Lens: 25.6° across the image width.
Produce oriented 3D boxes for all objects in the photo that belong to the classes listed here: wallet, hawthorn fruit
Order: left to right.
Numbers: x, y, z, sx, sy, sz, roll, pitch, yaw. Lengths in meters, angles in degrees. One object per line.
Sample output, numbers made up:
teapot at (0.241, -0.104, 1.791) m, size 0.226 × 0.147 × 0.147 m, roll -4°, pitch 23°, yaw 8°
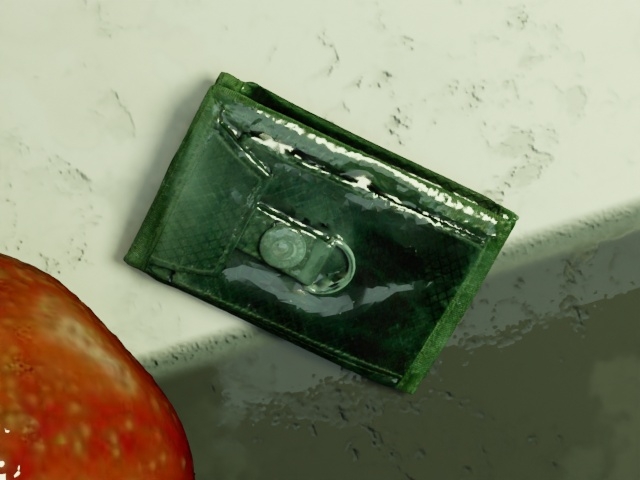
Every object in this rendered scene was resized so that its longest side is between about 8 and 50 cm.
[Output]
hawthorn fruit at (-0.192, 0.173, 0.926) m, size 0.369 × 0.285 × 0.284 m, roll 28°, pitch 103°, yaw -17°
wallet at (0.000, 0.001, 0.985) m, size 0.236 × 0.055 × 0.160 m, roll 26°, pitch 110°, yaw -8°
